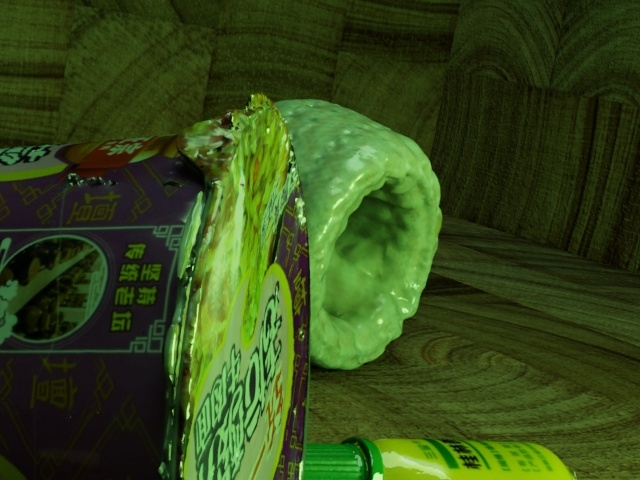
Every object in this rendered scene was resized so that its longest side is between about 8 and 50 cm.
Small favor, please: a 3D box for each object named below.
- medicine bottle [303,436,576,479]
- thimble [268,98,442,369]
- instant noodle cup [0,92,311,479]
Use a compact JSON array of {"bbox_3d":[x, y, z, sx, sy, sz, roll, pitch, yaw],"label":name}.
[{"bbox_3d":[0.051,0.188,1.100,0.309,0.076,0.111,5,2,-27],"label":"medicine bottle"},{"bbox_3d":[0.000,0.000,1.639,0.195,0.291,0.291,24,14,34],"label":"thimble"},{"bbox_3d":[-0.158,0.083,0.771,0.266,0.339,0.340,3,7,9],"label":"instant noodle cup"}]
